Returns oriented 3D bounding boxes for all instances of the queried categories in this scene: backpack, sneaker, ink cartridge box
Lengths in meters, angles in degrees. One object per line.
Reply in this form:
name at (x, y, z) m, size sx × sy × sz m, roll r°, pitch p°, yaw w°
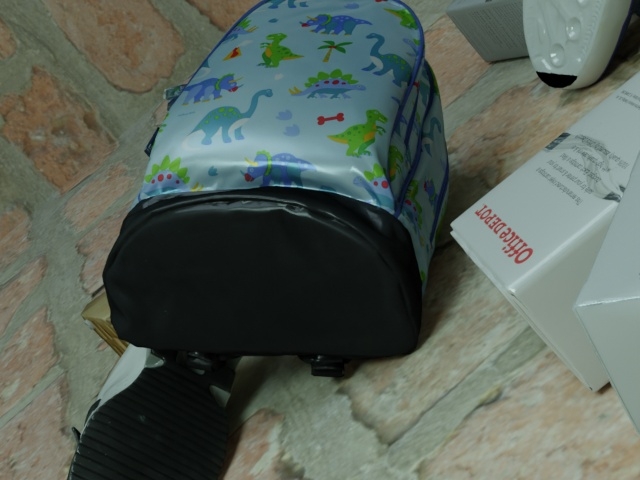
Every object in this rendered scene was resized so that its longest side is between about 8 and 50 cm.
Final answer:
backpack at (-0.010, -0.069, 1.406) m, size 0.290 × 0.273 × 0.355 m, roll 2°, pitch 23°, yaw 22°
sneaker at (0.331, -0.297, 1.492) m, size 0.130 × 0.236 × 0.323 m, roll 18°, pitch 103°, yaw 55°
sneaker at (-0.155, 0.176, 1.394) m, size 0.146 × 0.122 × 0.330 m, roll -52°, pitch 8°, yaw 36°
ink cartridge box at (0.222, -0.028, 1.055) m, size 0.237 × 0.100 × 0.172 m, roll -39°, pitch 16°, yaw 3°

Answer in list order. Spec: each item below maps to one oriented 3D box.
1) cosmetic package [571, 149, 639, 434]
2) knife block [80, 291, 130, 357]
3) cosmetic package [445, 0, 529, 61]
cosmetic package at (0.338, -0.050, 0.733) m, size 0.377 × 0.097 × 0.284 m, roll -11°, pitch 30°, yaw 36°
knife block at (-0.118, 0.035, 1.682) m, size 0.242 × 0.088 × 0.275 m, roll -46°, pitch 17°, yaw -18°
cosmetic package at (0.242, -0.262, 1.648) m, size 0.117 × 0.085 × 0.231 m, roll -46°, pitch 16°, yaw -16°
